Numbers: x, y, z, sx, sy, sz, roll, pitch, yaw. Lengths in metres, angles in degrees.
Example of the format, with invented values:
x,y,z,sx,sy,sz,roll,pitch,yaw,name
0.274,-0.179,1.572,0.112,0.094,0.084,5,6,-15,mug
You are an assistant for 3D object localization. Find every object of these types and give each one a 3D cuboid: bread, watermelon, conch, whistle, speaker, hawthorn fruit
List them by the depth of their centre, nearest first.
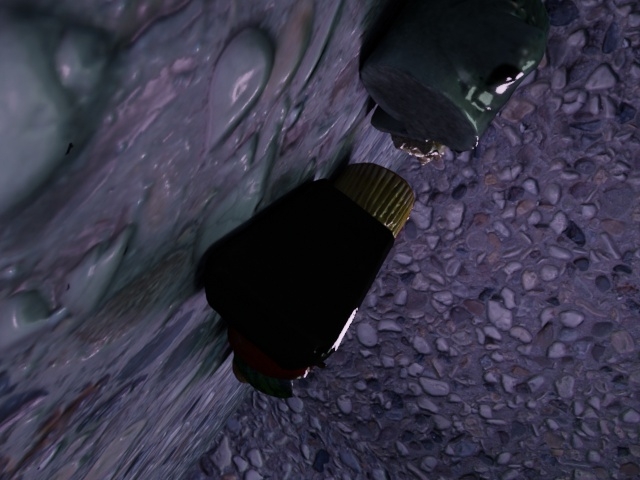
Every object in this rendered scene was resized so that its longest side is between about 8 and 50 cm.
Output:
x,y,z,sx,sy,sz,roll,pitch,yaw,name
0.182,-0.236,0.698,0.168,0.188,0.405,-56,174,1,whistle
-0.028,0.053,0.716,0.184,0.180,0.388,-53,176,31,speaker
-0.069,0.173,0.886,0.185,0.202,0.185,-46,169,-11,hawthorn fruit
0.101,-0.073,1.014,0.133,0.179,0.250,-59,175,-14,bread
-0.108,0.245,1.023,0.128,0.146,0.231,-10,118,-26,watermelon
0.256,-0.291,1.167,0.162,0.178,0.245,-13,126,-15,conch

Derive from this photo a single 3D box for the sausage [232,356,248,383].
x,y,z,sx,sy,sz,roll,pitch,yaw,name
-0.055,0.165,1.252,0.501,0.136,0.123,-49,-170,-26,sausage
